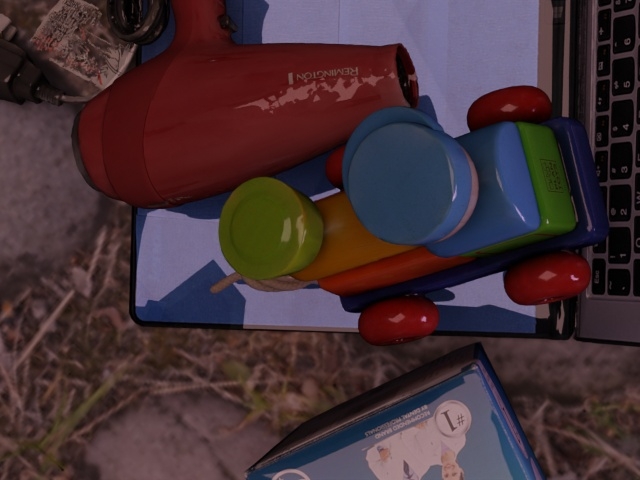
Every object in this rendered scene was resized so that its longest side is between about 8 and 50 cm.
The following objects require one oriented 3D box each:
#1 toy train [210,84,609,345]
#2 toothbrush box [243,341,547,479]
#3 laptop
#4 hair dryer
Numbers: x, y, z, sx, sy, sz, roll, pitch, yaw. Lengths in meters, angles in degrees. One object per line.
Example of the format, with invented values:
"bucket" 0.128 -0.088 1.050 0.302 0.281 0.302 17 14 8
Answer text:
"toy train" 0.000 0.000 0.734 0.248 0.143 0.105 -18 78 32
"toothbrush box" 0.091 0.213 0.772 0.126 0.216 0.295 -26 87 5
"laptop" 0.086 -0.135 0.778 0.236 0.408 0.382 1 89 -27
"hair dryer" -0.074 -0.128 0.824 0.293 0.080 0.223 32 98 24
